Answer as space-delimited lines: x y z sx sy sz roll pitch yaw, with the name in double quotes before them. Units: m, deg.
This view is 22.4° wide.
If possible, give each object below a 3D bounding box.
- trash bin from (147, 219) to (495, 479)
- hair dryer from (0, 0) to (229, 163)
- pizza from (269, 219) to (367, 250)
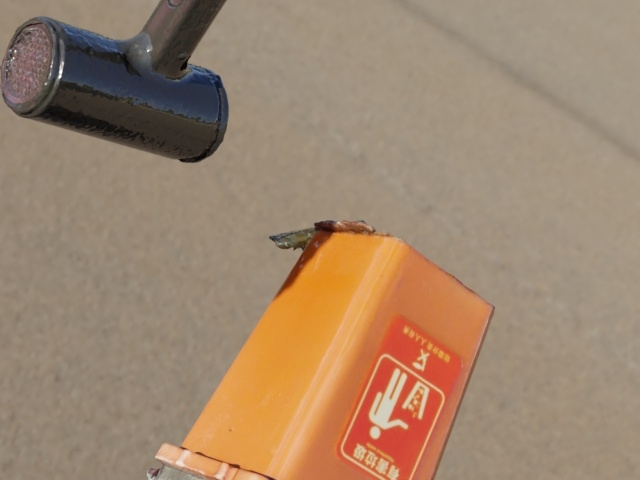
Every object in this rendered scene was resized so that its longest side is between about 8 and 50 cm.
"trash bin" 0.003 0.118 1.149 0.161 0.238 0.184 35 -18 -31
"hair dryer" -0.125 -0.184 1.328 0.197 0.251 0.089 13 34 -45
"pizza" 0.001 0.001 1.253 0.078 0.025 0.083 -11 0 7
